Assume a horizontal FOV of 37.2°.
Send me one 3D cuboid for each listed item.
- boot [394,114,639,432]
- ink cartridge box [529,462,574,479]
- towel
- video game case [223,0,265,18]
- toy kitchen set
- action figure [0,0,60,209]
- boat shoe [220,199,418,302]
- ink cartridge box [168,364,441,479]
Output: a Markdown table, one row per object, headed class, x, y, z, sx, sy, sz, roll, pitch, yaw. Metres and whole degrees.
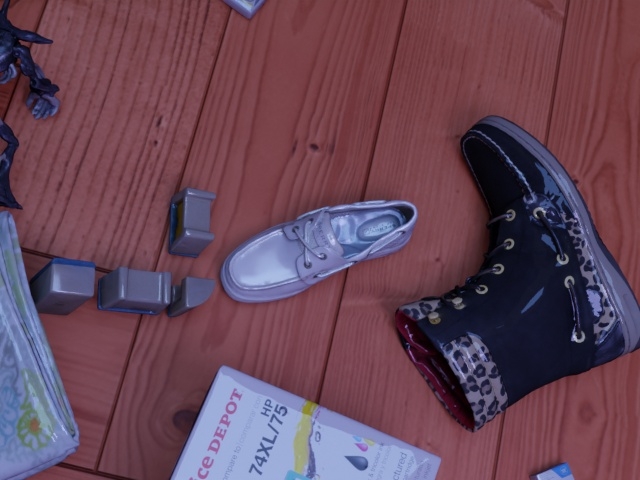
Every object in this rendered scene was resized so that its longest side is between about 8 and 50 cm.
| class | x | y | z | sx | sy | sz | roll | pitch | yaw |
| --- | --- | --- | --- | --- | --- | --- | --- | --- | --- |
| boot | 0.226 | 0.042 | 1.267 | 0.284 | 0.138 | 0.377 | -28 | 85 | -17 |
| ink cartridge box | 0.314 | 0.339 | 1.242 | 0.048 | 0.028 | 0.083 | -19 | 78 | -15 |
| towel | -0.490 | 0.161 | 1.091 | 0.375 | 0.090 | 0.320 | -22 | 76 | -2 |
| video game case | -0.136 | -0.466 | 1.411 | 0.227 | 0.026 | 0.206 | 36 | 71 | 2 |
| toy kitchen set | -0.252 | 0.011 | 1.216 | 0.207 | 0.122 | 0.166 | 9 | 70 | -29 |
| action figure | -0.427 | -0.184 | 1.217 | 0.164 | 0.141 | 0.275 | 8 | 87 | -5 |
| boat shoe | 0.000 | 0.000 | 1.254 | 0.277 | 0.096 | 0.098 | -21 | 79 | -15 |
| ink cartridge box | -0.038 | 0.298 | 1.102 | 0.270 | 0.197 | 0.198 | 23 | 70 | -2 |
